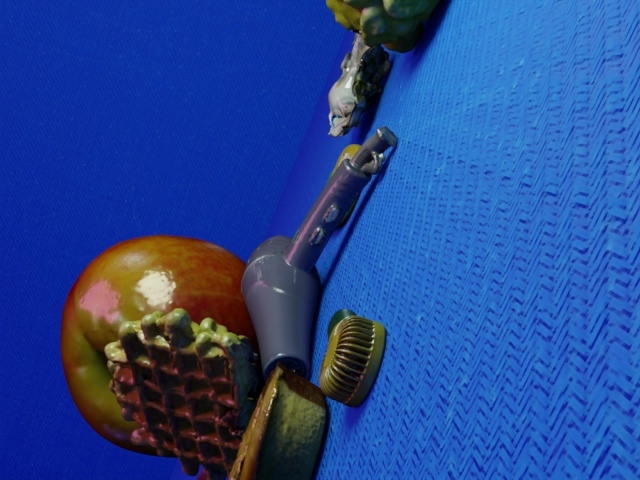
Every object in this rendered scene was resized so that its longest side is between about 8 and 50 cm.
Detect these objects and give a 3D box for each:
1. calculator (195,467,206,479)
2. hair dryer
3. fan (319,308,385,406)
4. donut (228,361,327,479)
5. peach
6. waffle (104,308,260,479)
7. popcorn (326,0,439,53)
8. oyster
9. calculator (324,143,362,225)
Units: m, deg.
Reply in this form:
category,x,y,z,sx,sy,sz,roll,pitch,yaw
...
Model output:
category,x,y,z,sx,sy,sz,roll,pitch,yaw
calculator,-0.230,0.466,1.569,0.127,0.034,0.190,117,176,-46
hair dryer,0.000,0.000,0.989,0.361,0.121,0.301,-60,19,24
fan,0.025,0.104,0.694,0.155,0.039,0.082,-109,40,-80
donut,-0.048,0.223,0.758,0.166,0.073,0.184,-93,24,-71
peach,-0.238,0.169,1.212,0.388,0.388,0.388,-159,90,-83
waffle,-0.166,0.214,0.955,0.309,0.283,0.065,-41,8,41
popcorn,0.094,-0.407,1.002,0.242,0.235,0.250,118,132,-72
oyster,0.066,-0.275,1.297,0.214,0.083,0.223,119,165,-65
calculator,0.036,-0.089,1.182,0.235,0.032,0.146,-143,74,-81
